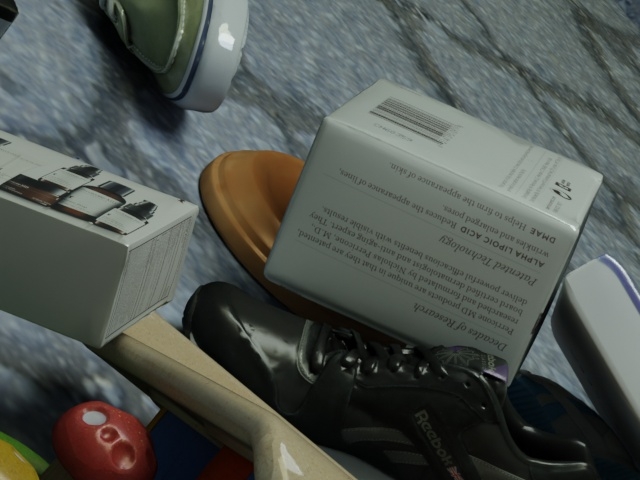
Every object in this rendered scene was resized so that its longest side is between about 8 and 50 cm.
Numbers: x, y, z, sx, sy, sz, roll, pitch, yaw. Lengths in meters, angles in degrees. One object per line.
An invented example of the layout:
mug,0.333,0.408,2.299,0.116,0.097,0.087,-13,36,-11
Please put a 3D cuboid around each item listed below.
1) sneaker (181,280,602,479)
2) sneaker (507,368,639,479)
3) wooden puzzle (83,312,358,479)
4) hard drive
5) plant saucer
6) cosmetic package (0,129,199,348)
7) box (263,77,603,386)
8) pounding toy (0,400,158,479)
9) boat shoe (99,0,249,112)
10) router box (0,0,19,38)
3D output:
sneaker,0.050,0.094,1.163,0.283,0.124,0.107,37,21,-12
sneaker,0.131,0.130,1.311,0.229,0.087,0.092,36,14,-36
wooden puzzle,0.025,0.174,0.907,0.322,0.080,0.348,41,-5,-20
hard drive,0.231,0.125,1.309,0.210,0.040,0.318,61,1,9
plant saucer,0.000,0.000,1.384,0.200,0.037,0.200,36,22,-17
cosmetic package,-0.190,-0.025,0.937,0.239,0.060,0.099,21,16,11
box,0.081,-0.011,1.260,0.182,0.119,0.181,25,18,7
pounding toy,-0.157,0.102,0.799,0.237,0.110,0.183,38,21,-12
boat shoe,-0.130,-0.187,1.460,0.094,0.109,0.302,15,21,-22
router box,-0.356,-0.238,1.153,0.309,0.081,0.243,23,28,-41
